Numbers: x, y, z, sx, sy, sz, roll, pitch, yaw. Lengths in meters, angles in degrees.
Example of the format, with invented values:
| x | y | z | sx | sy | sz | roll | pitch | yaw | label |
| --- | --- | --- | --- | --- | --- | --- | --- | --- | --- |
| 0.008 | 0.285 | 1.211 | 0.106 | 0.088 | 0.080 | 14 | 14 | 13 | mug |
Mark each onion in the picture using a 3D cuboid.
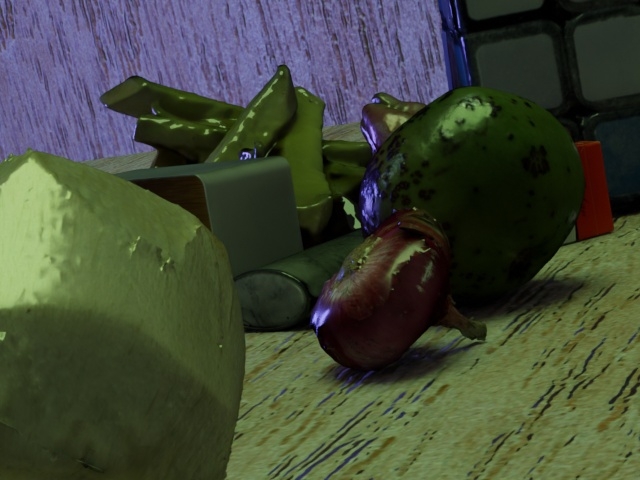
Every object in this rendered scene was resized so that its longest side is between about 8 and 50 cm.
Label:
| x | y | z | sx | sy | sz | roll | pitch | yaw | label |
| --- | --- | --- | --- | --- | --- | --- | --- | --- | --- |
| 0.076 | 0.056 | 1.462 | 0.150 | 0.140 | 0.150 | -50 | 15 | 18 | onion |

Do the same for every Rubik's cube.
| x | y | z | sx | sy | sz | roll | pitch | yaw | label |
| --- | --- | --- | --- | --- | --- | --- | --- | --- | --- |
| 0.330 | -0.225 | 2.117 | 0.362 | 0.363 | 0.359 | -12 | 10 | -1 | Rubik's cube |

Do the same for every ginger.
| x | y | z | sx | sy | sz | roll | pitch | yaw | label |
| --- | --- | --- | --- | --- | --- | --- | --- | --- | --- |
| -0.101 | -0.096 | 2.102 | 0.413 | 0.211 | 0.358 | 2 | 19 | 43 | ginger |

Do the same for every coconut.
| x | y | z | sx | sy | sz | roll | pitch | yaw | label |
| --- | --- | --- | --- | --- | --- | --- | --- | --- | --- |
| -0.159 | 0.071 | 1.009 | 0.245 | 0.245 | 0.247 | -10 | 46 | 6 | coconut |

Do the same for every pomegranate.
| x | y | z | sx | sy | sz | roll | pitch | yaw | label |
| --- | --- | --- | --- | --- | --- | --- | --- | --- | --- |
| 0.116 | -0.059 | 1.649 | 0.214 | 0.214 | 0.248 | -17 | 47 | -38 | pomegranate |

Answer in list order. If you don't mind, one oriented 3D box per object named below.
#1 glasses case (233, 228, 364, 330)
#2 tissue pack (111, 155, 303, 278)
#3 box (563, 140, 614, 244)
| x | y | z | sx | sy | sz | roll | pitch | yaw | label |
| --- | --- | --- | --- | --- | --- | --- | --- | --- | --- |
| 0.036 | 0.024 | 1.801 | 0.114 | 0.060 | 0.299 | -7 | 9 | 39 | glasses case |
| -0.153 | 0.003 | 1.854 | 0.246 | 0.159 | 0.136 | -4 | 9 | 41 | tissue pack |
| 0.231 | -0.042 | 1.872 | 0.152 | 0.100 | 0.048 | -15 | 12 | -25 | box |
